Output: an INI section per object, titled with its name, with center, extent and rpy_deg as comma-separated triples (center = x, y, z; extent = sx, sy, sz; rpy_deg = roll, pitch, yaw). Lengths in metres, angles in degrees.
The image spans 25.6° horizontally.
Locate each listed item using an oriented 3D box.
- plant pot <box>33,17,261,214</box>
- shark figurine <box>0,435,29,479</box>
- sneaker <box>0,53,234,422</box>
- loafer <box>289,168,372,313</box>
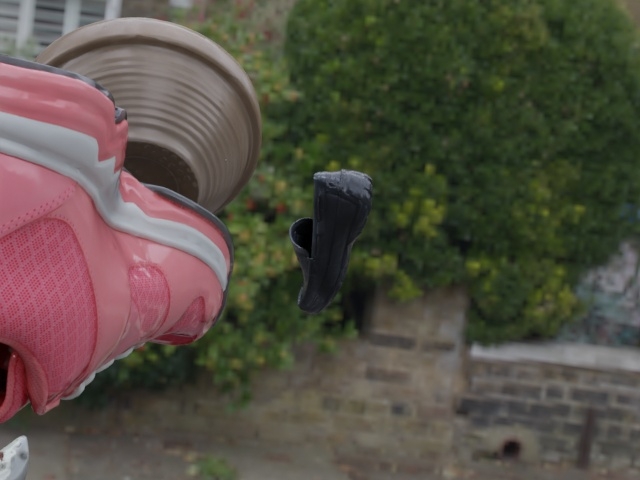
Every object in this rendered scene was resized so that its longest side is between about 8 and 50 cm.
[plant pot]
center = -0.172, -0.080, 1.317
extent = 0.237, 0.237, 0.110
rpy_deg = 6, 40, -8
[shark figurine]
center = -0.392, 0.339, 1.441
extent = 0.116, 0.278, 0.166
rpy_deg = 47, 15, -29
[sneaker]
center = -0.132, 0.022, 0.652
extent = 0.116, 0.136, 0.314
rpy_deg = 14, -13, 15
[loafer]
center = 0.000, 0.000, 1.649
extent = 0.078, 0.223, 0.076
rpy_deg = 12, 45, -7
